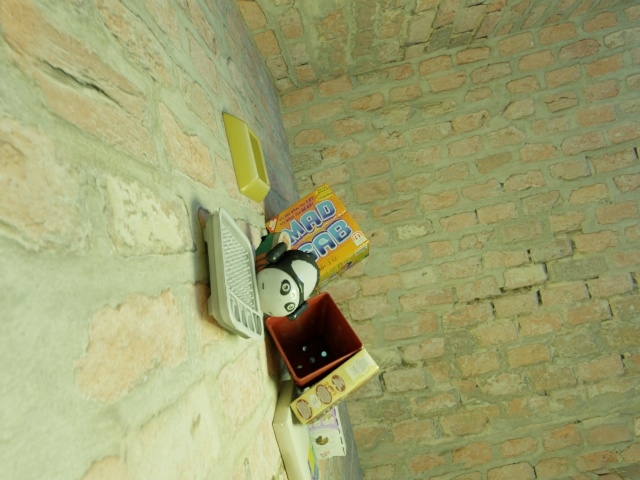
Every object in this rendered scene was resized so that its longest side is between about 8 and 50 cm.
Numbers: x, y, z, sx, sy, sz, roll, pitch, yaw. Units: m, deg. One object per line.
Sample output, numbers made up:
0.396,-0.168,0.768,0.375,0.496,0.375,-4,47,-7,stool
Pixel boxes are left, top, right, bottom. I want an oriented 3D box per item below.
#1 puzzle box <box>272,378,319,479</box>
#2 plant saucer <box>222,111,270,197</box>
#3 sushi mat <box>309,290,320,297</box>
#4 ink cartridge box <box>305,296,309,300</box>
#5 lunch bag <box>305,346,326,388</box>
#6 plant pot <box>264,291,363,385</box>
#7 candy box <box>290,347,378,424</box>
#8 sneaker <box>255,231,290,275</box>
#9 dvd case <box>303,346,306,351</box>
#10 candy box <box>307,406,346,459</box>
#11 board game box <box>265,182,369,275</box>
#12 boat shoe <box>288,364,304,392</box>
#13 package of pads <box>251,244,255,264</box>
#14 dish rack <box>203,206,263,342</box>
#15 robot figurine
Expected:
-0.078,0.744,1.443,0.272,0.052,0.408,-84,161,-80,puzzle box
-0.298,-0.346,1.732,0.333,0.081,0.332,28,49,-86,plant saucer
-0.075,0.257,2.364,0.316,0.019,0.151,148,-71,-66,sushi mat
-0.116,0.291,1.836,0.176,0.128,0.127,71,7,-45,ink cartridge box
0.014,0.593,1.772,0.221,0.138,0.293,46,-45,26,lunch bag
-0.031,0.402,1.527,0.267,0.268,0.235,54,-25,34,plant pot
0.060,0.520,1.438,0.087,0.317,0.183,52,-7,24,candy box
-0.201,0.104,1.488,0.108,0.121,0.301,51,43,-44,sneaker
-0.084,0.558,2.122,0.238,0.030,0.179,-98,174,-46,dvd case
0.003,0.774,1.647,0.070,0.165,0.196,17,60,-84,candy box
0.000,0.000,2.041,0.356,0.357,0.356,55,-1,14,board game box
-0.095,0.536,1.702,0.070,0.078,0.219,-95,172,-71,boat shoe
-0.245,0.055,1.367,0.031,0.050,0.083,73,6,-48,package of pads
-0.242,0.104,1.109,0.285,0.073,0.332,67,11,-64,dish rack
-0.106,0.134,1.348,0.209,0.173,0.278,39,34,7,robot figurine
